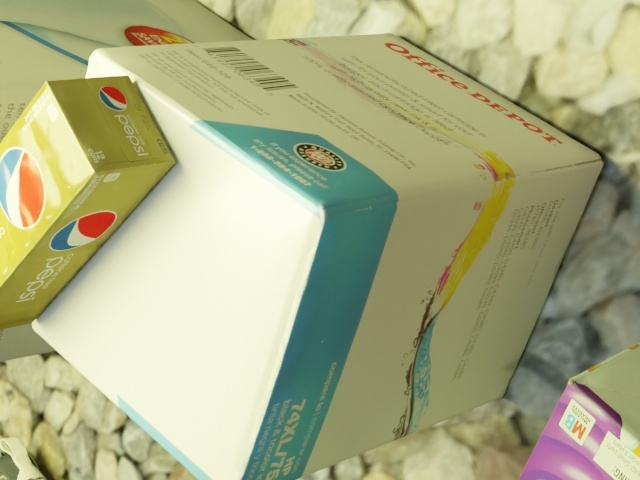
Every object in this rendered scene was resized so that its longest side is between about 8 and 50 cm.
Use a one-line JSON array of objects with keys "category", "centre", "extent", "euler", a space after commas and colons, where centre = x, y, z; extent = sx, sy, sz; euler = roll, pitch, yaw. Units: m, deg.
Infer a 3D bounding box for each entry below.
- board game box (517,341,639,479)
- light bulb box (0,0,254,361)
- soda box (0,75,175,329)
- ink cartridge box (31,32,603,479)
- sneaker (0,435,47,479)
[{"category": "board game box", "centre": [0.183, 0.201, 0.813], "extent": [0.144, 0.142, 0.275], "euler": [42, 131, 29]}, {"category": "light bulb box", "centre": [-0.265, -0.101, 1.047], "extent": [0.358, 0.361, 0.225], "euler": [38, 119, 31]}, {"category": "soda box", "centre": [-0.161, -0.015, 0.803], "extent": [0.181, 0.058, 0.061], "euler": [-44, 69, 40]}, {"category": "ink cartridge box", "centre": [0.000, 0.000, 0.884], "extent": [0.198, 0.270, 0.197], "euler": [36, 121, 33]}, {"category": "sneaker", "centre": [-0.336, 0.270, 1.355], "extent": [0.235, 0.094, 0.153], "euler": [-39, 70, 39]}]
